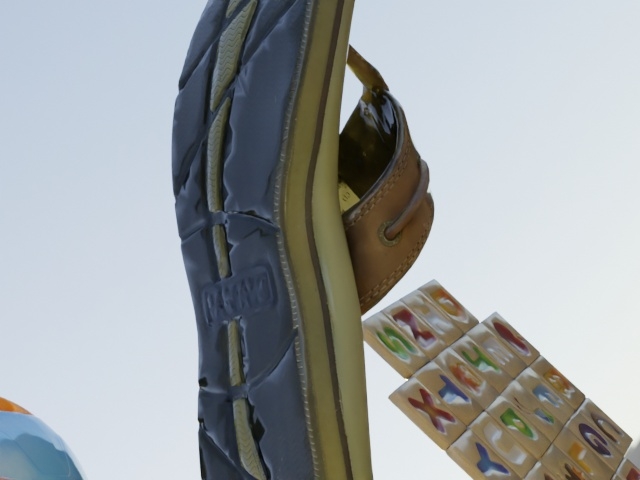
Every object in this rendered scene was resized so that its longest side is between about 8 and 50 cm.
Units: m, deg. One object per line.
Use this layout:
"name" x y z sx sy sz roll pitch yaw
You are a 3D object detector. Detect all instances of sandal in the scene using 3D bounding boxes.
"sandal" -0.001 0.001 0.701 0.086 0.120 0.303 0 -93 -30

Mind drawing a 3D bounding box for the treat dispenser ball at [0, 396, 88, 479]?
"treat dispenser ball" -0.345 0.277 1.518 0.288 0.288 0.288 -51 -20 -27

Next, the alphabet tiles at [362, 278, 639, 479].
"alphabet tiles" 0.165 0.146 1.353 0.011 0.285 0.342 -50 -9 18

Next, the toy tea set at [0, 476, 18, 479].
"toy tea set" -0.285 0.199 1.049 0.336 0.200 0.124 155 129 -71
